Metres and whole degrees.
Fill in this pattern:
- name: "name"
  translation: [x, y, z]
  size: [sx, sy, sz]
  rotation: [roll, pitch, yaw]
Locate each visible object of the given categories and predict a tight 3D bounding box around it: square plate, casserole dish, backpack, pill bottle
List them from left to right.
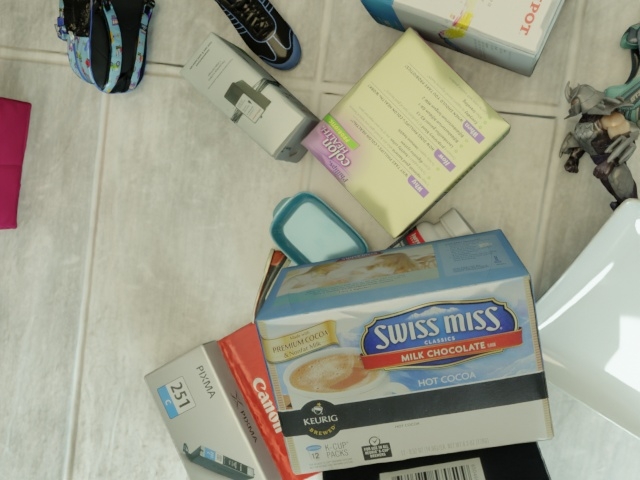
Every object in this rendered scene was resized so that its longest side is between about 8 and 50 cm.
- name: "backpack"
  translation: [-0.372, -0.345, 1.198]
  size: [0.117, 0.158, 0.173]
  rotation: [14, 109, 21]
- name: "casserole dish"
  translation: [0.000, 0.000, 1.183]
  size: [0.188, 0.037, 0.114]
  rotation: [43, 102, 7]
- name: "pill bottle"
  translation: [0.165, 0.033, 1.106]
  size: [0.180, 0.108, 0.108]
  rotation: [-40, 84, 13]
- name: "square plate"
  translation: [0.485, 0.138, 0.989]
  size: [0.347, 0.049, 0.344]
  rotation: [32, 132, 5]

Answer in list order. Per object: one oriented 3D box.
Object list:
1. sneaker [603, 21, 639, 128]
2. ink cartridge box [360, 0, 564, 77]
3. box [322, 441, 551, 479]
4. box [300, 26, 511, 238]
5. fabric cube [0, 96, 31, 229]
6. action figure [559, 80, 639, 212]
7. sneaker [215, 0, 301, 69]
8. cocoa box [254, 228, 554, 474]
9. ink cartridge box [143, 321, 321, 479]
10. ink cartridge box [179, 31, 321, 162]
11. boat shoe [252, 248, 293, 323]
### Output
- name: "sneaker"
  translation: [0.507, -0.299, 0.995]
  size: [0.122, 0.110, 0.283]
  rotation: [28, 100, 14]
- name: "ink cartridge box"
  translation: [0.224, -0.387, 1.013]
  size: [0.270, 0.197, 0.198]
  rotation: [24, 99, 12]
- name: "box"
  translation: [0.185, 0.472, 0.976]
  size: [0.294, 0.212, 0.395]
  rotation: [-11, 123, 5]
- name: "box"
  translation: [0.136, -0.162, 1.094]
  size: [0.213, 0.117, 0.243]
  rotation: [46, 102, 7]
- name: "fabric cube"
  translation: [-0.717, -0.154, 1.241]
  size: [0.254, 0.258, 0.259]
  rotation: [10, 96, 13]
- name: "action figure"
  translation: [0.418, -0.102, 1.002]
  size: [0.099, 0.185, 0.285]
  rotation: [-26, 98, 13]
- name: "sneaker"
  translation: [-0.124, -0.383, 1.157]
  size: [0.081, 0.090, 0.232]
  rotation: [-40, 84, 14]
- name: "cocoa box"
  translation: [0.114, 0.142, 0.963]
  size: [0.347, 0.231, 0.228]
  rotation: [-10, 104, 8]
- name: "ink cartridge box"
  translation: [-0.135, 0.310, 1.215]
  size: [0.261, 0.066, 0.296]
  rotation: [-30, 82, 15]
- name: "ink cartridge box"
  translation: [-0.103, -0.227, 1.133]
  size: [0.208, 0.153, 0.087]
  rotation: [43, 102, 7]
- name: "boat shoe"
  translation: [-0.085, 0.083, 1.205]
  size: [0.043, 0.049, 0.137]
  rotation: [17, 91, -5]
